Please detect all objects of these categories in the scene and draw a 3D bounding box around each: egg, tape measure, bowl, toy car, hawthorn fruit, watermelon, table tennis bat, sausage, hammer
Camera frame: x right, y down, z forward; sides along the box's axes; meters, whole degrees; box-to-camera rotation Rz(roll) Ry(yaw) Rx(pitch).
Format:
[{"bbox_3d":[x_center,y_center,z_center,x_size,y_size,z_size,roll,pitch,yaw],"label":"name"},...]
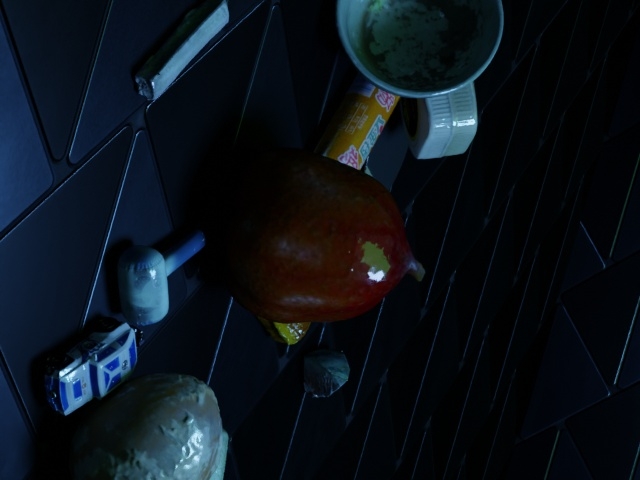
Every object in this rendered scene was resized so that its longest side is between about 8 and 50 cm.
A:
[{"bbox_3d":[-0.243,0.289,1.634,0.245,0.203,0.203,-47,158,15],"label":"egg"},{"bbox_3d":[0.219,-0.295,2.197,0.231,0.133,0.271,107,-27,-75],"label":"tape measure"},{"bbox_3d":[0.158,-0.364,2.013,0.146,0.289,0.289,118,-4,-77],"label":"bowl"},{"bbox_3d":[-0.306,0.169,1.601,0.170,0.070,0.080,-38,136,-48],"label":"toy car"},{"bbox_3d":[-0.016,-0.001,1.808,0.295,0.311,0.295,-18,114,-46],"label":"hawthorn fruit"},{"bbox_3d":[0.009,0.252,2.233,0.180,0.081,0.094,143,-53,-76],"label":"watermelon"},{"bbox_3d":[0.114,-0.135,2.283,0.301,0.022,0.173,-65,153,-19],"label":"table tennis bat"},{"bbox_3d":[0.057,-0.191,2.066,0.312,0.093,0.093,-61,151,-23],"label":"sausage"},{"bbox_3d":[-0.223,0.036,1.696,0.194,0.069,0.116,-45,141,-51],"label":"hammer"}]

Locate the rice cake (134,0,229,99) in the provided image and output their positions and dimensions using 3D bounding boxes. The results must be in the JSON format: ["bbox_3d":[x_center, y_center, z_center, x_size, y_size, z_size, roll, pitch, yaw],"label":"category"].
[{"bbox_3d":[-0.187,-0.270,1.618,0.207,0.036,0.047,-55,160,-32],"label":"rice cake"}]

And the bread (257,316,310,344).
[{"bbox_3d":[-0.019,0.049,2.078,0.271,0.077,0.139,-57,146,-24],"label":"bread"}]

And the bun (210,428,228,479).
[{"bbox_3d":[-0.217,0.385,1.834,0.204,0.126,0.212,-78,178,-63],"label":"bun"}]
